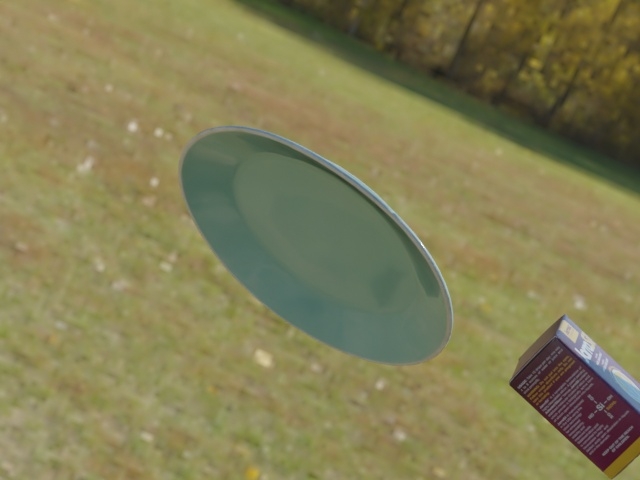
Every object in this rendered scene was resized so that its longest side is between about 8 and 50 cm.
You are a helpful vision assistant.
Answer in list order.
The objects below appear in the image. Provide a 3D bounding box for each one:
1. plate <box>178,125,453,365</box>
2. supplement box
[{"bbox_3d":[0.000,0.000,0.975,0.188,0.024,0.188,29,-30,19],"label":"plate"},{"bbox_3d":[0.156,0.091,0.995,0.083,0.043,0.055,43,19,2],"label":"supplement box"}]
